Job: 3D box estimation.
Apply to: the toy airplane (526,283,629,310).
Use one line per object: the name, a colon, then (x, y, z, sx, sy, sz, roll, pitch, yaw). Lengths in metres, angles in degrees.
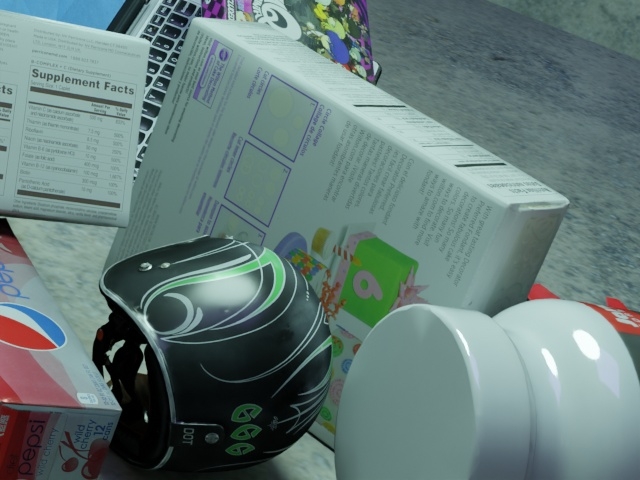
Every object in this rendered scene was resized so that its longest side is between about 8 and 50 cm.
toy airplane: (0.267, 0.078, 1.743, 0.151, 0.028, 0.151, 19, 21, -8)

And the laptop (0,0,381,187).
laptop: (-0.138, -0.223, 1.650, 0.408, 0.236, 0.382, 22, 40, 0)

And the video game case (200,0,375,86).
video game case: (-0.031, -0.213, 1.719, 0.210, 0.042, 0.232, 28, 44, -37)

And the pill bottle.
pill bottle: (0.208, 0.152, 1.211, 0.363, 0.210, 0.210, 10, 22, -29)

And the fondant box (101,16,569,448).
fondant box: (0.000, 0.000, 1.359, 0.330, 0.238, 0.096, 34, 22, 32)

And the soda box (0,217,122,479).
soda box: (-0.222, 0.075, 1.150, 0.083, 0.092, 0.263, 7, 24, -32)

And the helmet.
helmet: (-0.070, 0.077, 1.201, 0.162, 0.169, 0.169, -15, 38, -34)

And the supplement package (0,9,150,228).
supplement package: (-0.287, -0.096, 1.323, 0.204, 0.145, 0.262, 8, -2, -35)
